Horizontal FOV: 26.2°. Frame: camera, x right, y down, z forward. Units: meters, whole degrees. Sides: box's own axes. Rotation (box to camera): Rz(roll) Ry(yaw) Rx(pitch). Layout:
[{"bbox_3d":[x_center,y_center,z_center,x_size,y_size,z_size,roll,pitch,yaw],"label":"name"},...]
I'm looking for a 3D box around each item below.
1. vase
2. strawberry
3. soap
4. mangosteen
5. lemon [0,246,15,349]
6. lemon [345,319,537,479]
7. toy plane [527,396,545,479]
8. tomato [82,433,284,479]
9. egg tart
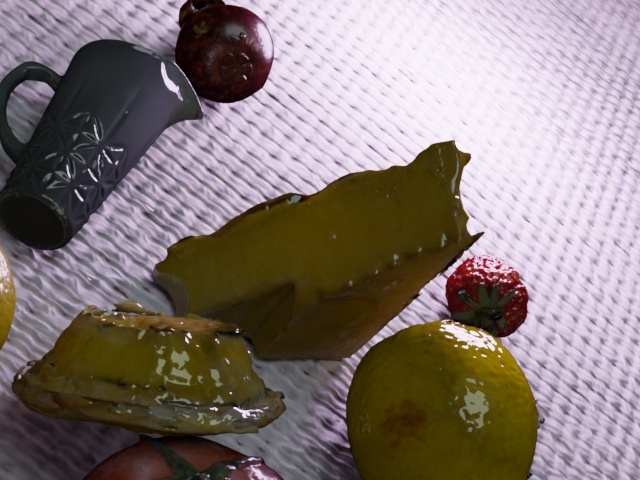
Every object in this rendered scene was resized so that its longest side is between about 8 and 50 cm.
[{"bbox_3d":[-0.314,-0.126,1.764,0.251,0.156,0.301,24,47,0],"label":"vase"},{"bbox_3d":[0.259,0.078,2.075,0.131,0.131,0.148,44,47,0],"label":"strawberry"},{"bbox_3d":[0.000,0.000,1.752,0.304,0.339,0.169,6,50,-38],"label":"soap"},{"bbox_3d":[-0.140,-0.290,2.050,0.145,0.156,0.181,1,27,2],"label":"mangosteen"},{"bbox_3d":[-0.414,0.065,1.471,0.178,0.178,0.203,0,62,-40],"label":"lemon"},{"bbox_3d":[0.153,0.230,1.750,0.267,0.267,0.267,23,44,-24],"label":"lemon"},{"bbox_3d":[0.259,0.282,1.920,0.192,0.088,0.262,5,53,-39],"label":"toy plane"},{"bbox_3d":[-0.140,0.336,1.413,0.265,0.265,0.265,23,44,-24],"label":"tomato"},{"bbox_3d":[-0.185,0.138,1.524,0.315,0.315,0.120,4,94,-38],"label":"egg tart"}]
